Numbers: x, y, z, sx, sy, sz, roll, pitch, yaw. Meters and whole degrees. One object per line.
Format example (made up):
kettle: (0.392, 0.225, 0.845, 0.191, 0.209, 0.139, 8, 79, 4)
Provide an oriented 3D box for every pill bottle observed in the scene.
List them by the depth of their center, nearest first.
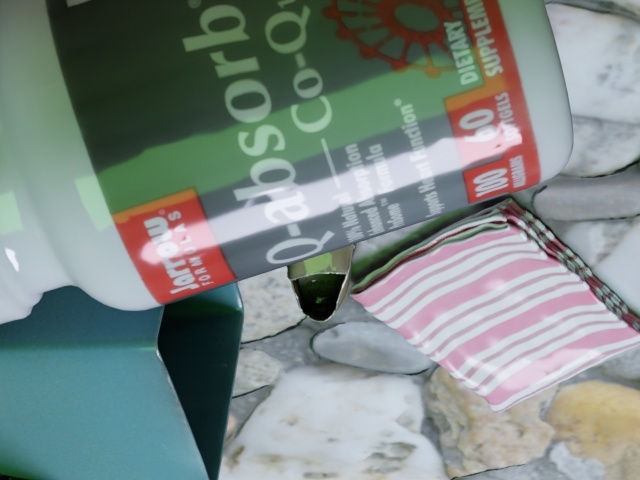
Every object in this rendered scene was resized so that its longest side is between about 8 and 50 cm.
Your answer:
pill bottle: (-0.059, -0.081, 1.036, 0.363, 0.210, 0.210, -18, 135, 2)

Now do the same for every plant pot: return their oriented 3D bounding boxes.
plant pot: (-0.191, 0.064, 1.263, 0.234, 0.165, 0.165, -3, 137, 12)

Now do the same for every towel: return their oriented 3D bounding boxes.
towel: (0.134, 0.056, 1.359, 0.144, 0.029, 0.197, -30, 130, 27)

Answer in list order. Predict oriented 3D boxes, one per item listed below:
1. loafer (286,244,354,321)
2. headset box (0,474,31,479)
loafer: (0.000, 0.000, 1.277, 0.056, 0.050, 0.148, -8, 137, 5)
headset box: (-0.196, 0.254, 1.368, 0.131, 0.283, 0.246, -12, 137, 9)
